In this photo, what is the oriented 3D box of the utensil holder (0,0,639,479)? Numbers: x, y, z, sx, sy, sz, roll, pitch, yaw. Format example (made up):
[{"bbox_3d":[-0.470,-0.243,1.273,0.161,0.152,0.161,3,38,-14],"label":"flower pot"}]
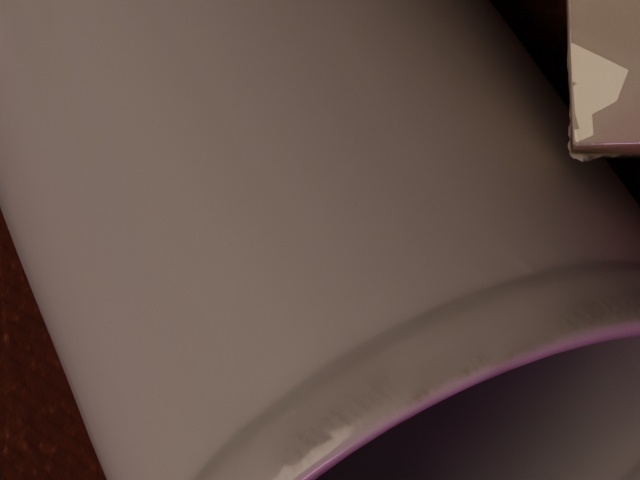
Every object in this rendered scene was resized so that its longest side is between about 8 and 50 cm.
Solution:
[{"bbox_3d":[0.000,0.000,0.853,0.327,0.327,0.385,-50,52,31],"label":"utensil holder"}]

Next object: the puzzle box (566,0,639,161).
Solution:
[{"bbox_3d":[0.242,-0.241,0.692,0.272,0.052,0.409,0,86,6],"label":"puzzle box"}]
